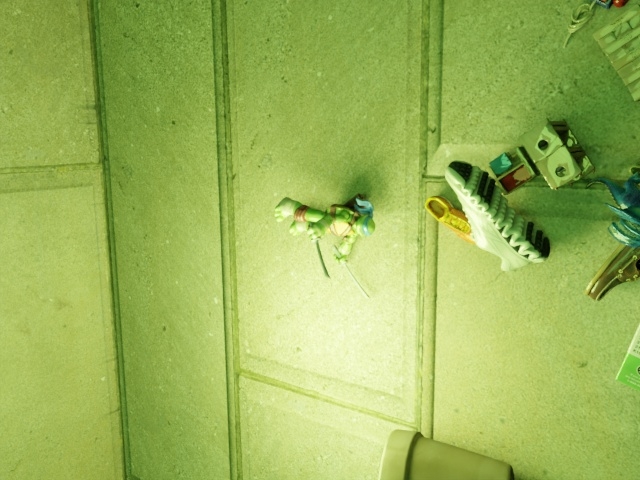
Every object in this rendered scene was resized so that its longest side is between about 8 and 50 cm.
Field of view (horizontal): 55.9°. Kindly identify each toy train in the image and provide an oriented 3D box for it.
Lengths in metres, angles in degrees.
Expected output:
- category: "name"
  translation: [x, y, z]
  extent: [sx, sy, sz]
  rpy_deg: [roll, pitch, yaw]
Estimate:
- category: "toy train"
  translation: [0.515, -0.480, 1.127]
  extent: [0.105, 0.143, 0.248]
  rpy_deg: [42, 120, 24]

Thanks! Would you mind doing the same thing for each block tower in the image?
- category: "block tower"
  translation: [0.639, -0.266, 1.109]
  extent: [0.091, 0.097, 0.335]
  rpy_deg: [-34, 80, 36]

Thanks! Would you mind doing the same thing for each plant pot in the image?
- category: "plant pot"
  translation: [0.309, 0.616, 1.418]
  extent: [0.280, 0.323, 0.323]
  rpy_deg: [-5, 96, 20]

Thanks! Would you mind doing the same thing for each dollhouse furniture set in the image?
- category: "dollhouse furniture set"
  translation: [0.442, -0.146, 1.254]
  extent: [0.183, 0.129, 0.129]
  rpy_deg: [-36, 77, 35]

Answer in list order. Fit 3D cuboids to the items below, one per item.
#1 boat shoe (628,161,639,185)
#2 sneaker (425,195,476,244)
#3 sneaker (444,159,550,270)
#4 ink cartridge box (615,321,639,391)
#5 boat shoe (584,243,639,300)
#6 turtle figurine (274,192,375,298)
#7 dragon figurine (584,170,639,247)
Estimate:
- category: "boat shoe"
  translation: [0.659, -0.097, 1.150]
  extent: [0.153, 0.048, 0.056]
  rpy_deg: [46, 122, 22]
- category: "sneaker"
  translation: [0.316, -0.042, 1.410]
  extent: [0.175, 0.067, 0.064]
  rpy_deg: [36, 116, 25]
- category: "sneaker"
  translation: [0.360, -0.046, 1.304]
  extent: [0.292, 0.110, 0.118]
  rpy_deg: [46, 134, -7]
- category: "ink cartridge box"
  translation: [0.709, 0.172, 1.119]
  extent: [0.201, 0.117, 0.278]
  rpy_deg: [25, 112, 31]
- category: "boat shoe"
  translation: [0.611, 0.044, 1.197]
  extent: [0.073, 0.073, 0.207]
  rpy_deg: [41, 120, 27]
- category: "turtle figurine"
  translation: [0.000, 0.000, 1.576]
  extent: [0.266, 0.197, 0.275]
  rpy_deg: [18, 106, 37]
- category: "dragon figurine"
  translation: [0.584, -0.048, 1.117]
  extent: [0.289, 0.144, 0.085]
  rpy_deg: [34, 161, 46]
